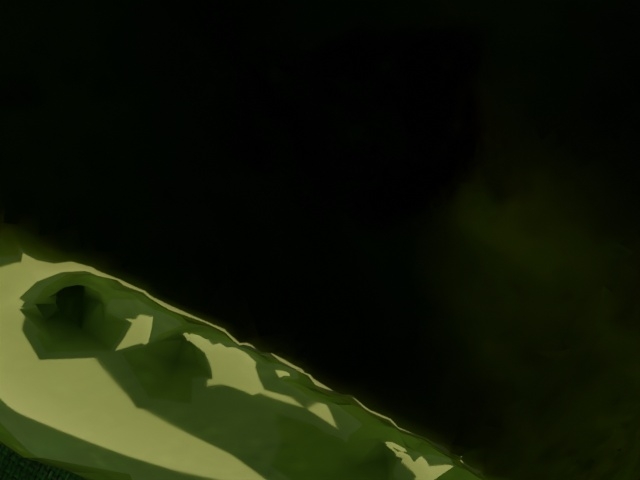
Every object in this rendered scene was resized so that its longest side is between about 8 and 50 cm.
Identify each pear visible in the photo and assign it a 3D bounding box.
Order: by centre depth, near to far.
[{"bbox_3d":[-0.008,-0.030,0.487,0.342,0.238,0.318,32,164,-28],"label":"pear"}]
